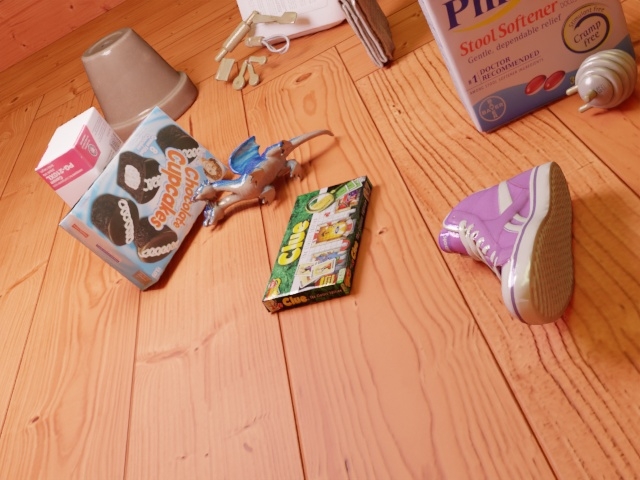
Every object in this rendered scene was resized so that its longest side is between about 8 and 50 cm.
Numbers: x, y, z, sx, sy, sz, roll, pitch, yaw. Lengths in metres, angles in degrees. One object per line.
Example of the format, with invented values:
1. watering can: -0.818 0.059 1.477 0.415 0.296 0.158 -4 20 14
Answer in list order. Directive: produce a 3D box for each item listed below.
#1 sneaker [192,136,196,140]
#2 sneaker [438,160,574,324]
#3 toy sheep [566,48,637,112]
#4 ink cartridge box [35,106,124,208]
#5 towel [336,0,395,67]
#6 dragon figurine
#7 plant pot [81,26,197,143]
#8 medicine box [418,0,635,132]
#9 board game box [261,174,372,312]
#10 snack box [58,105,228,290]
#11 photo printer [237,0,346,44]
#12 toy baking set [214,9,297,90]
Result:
1. sneaker: -0.370 -0.207 1.770 0.235 0.084 0.097 -14 34 27
2. sneaker: 0.216 0.017 0.955 0.161 0.102 0.282 -17 23 28
3. toy sheep: 0.410 -0.230 1.138 0.091 0.091 0.132 2 39 42
4. ink cartridge box: -0.418 -0.112 1.534 0.100 0.237 0.172 -27 31 16
5. towel: 0.093 -0.494 1.678 0.049 0.187 0.282 -25 32 17
6. dragon figurine: -0.112 -0.136 1.450 0.144 0.085 0.289 13 53 48
7. plant pot: -0.481 -0.411 2.015 0.263 0.229 0.263 -21 32 14
8. medicine box: 0.302 -0.362 1.215 0.263 0.289 0.149 -25 32 11
9. board game box: 0.000 0.000 1.220 0.136 0.030 0.259 -18 34 25
10. snack box: -0.313 -0.084 1.448 0.060 0.187 0.322 -32 25 42
11. photo printer: -0.070 -0.638 1.961 0.307 0.256 0.107 -6 20 36
12. toy baking set: -0.161 -0.478 1.946 0.256 0.030 0.197 -50 53 12
